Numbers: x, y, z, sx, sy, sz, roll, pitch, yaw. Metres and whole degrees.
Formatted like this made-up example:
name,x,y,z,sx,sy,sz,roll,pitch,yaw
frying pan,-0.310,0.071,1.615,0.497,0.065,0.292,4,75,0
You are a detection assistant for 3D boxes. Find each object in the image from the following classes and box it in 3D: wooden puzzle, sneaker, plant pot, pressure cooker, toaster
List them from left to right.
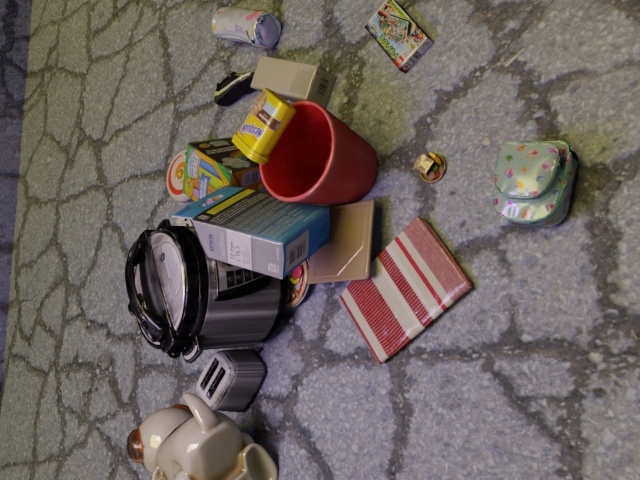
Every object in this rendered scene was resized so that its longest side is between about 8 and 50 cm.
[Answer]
name,x,y,z,sx,sy,sz,roll,pitch,yaw
pressure cooker,-0.353,0.143,1.797,0.370,0.421,0.375,20,103,50
toaster,-0.270,0.418,1.880,0.129,0.146,0.227,44,110,37
sneaker,-0.293,-0.548,2.137,0.235,0.084,0.097,-18,69,38
plant pot,0.011,-0.217,1.698,0.275,0.243,0.274,-10,75,40
wooden puzzle,0.060,0.009,1.714,0.239,0.044,0.220,-10,67,44

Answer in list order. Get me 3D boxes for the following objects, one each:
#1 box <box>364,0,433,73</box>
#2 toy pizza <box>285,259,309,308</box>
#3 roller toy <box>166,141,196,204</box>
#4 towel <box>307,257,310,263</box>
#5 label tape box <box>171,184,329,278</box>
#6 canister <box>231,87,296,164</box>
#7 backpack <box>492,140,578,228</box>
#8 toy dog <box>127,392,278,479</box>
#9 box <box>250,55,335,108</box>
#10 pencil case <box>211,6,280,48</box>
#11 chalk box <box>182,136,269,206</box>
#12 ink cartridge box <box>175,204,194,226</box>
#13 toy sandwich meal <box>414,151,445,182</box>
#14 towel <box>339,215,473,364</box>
name,x,y,z,sx,sy,sz,roll,pitch,yaw
box,0.215,-0.574,1.729,0.114,0.036,0.207,-47,55,25
toy pizza,-0.102,0.102,1.854,0.201,0.032,0.201,-7,80,49
roller toy,-0.435,-0.219,2.153,0.191,0.146,0.209,44,110,37
towel,0.000,0.000,1.816,0.113,0.023,0.151,0,79,39
label tape box,-0.184,-0.034,1.675,0.348,0.249,0.115,13,119,25
canister,-0.149,-0.304,1.646,0.126,0.073,0.169,46,110,38
backpack,0.461,-0.123,1.355,0.166,0.144,0.188,8,89,36
toy dog,-0.398,0.624,1.816,0.408,0.285,0.395,-2,120,48
box,-0.089,-0.497,1.942,0.275,0.094,0.113,26,98,42
pencil case,-0.258,-0.727,2.122,0.273,0.113,0.124,28,82,42
chalk box,-0.317,-0.210,1.975,0.289,0.180,0.179,33,124,34
ink cartridge box,-0.437,-0.024,2.183,0.097,0.046,0.207,-48,55,25
toy sandwich meal,0.282,-0.190,1.598,0.086,0.029,0.085,-10,75,40
towel,0.209,0.130,1.594,0.329,0.037,0.237,-47,55,25
